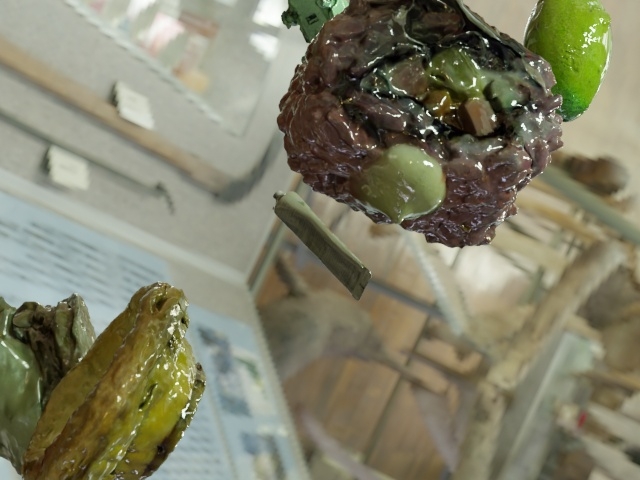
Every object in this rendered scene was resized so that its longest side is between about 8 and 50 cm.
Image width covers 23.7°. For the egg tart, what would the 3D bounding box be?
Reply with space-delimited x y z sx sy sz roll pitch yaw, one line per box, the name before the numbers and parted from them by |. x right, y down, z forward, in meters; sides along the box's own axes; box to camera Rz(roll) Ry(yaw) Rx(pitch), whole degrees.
egg tart | -0.219 0.183 1.703 0.294 0.123 0.294 -51 -167 16

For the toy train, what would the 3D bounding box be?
toy train | 0.018 -0.302 2.182 0.099 0.149 0.081 -25 -177 46

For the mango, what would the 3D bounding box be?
mango | 0.308 -0.232 1.874 0.100 0.119 0.178 -28 -131 56

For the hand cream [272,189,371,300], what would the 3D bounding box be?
hand cream | 0.000 0.000 1.818 0.037 0.165 0.057 -30 156 -35

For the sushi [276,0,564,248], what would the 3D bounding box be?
sushi | 0.101 -0.118 1.484 0.236 0.270 0.171 -66 -172 -30

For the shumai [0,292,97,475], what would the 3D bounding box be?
shumai | -0.435 0.220 2.093 0.330 0.288 0.292 -142 -143 -80
